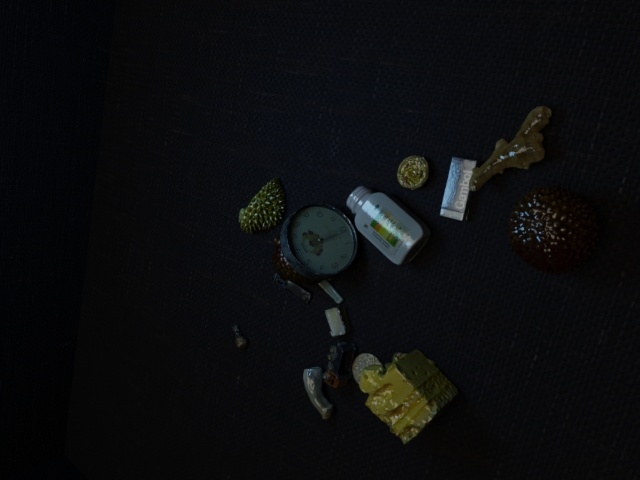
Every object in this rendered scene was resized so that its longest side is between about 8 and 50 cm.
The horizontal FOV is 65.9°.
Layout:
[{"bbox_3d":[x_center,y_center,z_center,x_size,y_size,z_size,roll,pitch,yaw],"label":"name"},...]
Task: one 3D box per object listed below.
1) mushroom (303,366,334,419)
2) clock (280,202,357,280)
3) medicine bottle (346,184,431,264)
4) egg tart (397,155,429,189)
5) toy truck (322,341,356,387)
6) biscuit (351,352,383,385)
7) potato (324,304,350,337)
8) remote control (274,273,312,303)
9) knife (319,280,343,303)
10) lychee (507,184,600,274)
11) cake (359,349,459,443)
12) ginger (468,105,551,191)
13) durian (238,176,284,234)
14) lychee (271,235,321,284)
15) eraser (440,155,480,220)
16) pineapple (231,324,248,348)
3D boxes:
[{"bbox_3d":[-0.010,0.648,2.096,0.081,0.091,0.224,113,140,-72],"label":"mushroom"},{"bbox_3d":[-0.001,0.001,1.919,0.313,0.312,0.061,68,154,12],"label":"clock"},{"bbox_3d":[0.242,-0.070,1.849,0.324,0.124,0.179,47,118,25],"label":"medicine bottle"},{"bbox_3d":[0.344,-0.249,1.809,0.128,0.049,0.129,-3,85,36],"label":"egg tart"},{"bbox_3d":[0.079,0.505,2.011,0.092,0.083,0.192,28,109,45],"label":"toy truck"},{"bbox_3d":[0.192,0.524,1.981,0.151,0.020,0.152,2,93,34],"label":"biscuit"},{"bbox_3d":[0.072,0.331,2.030,0.086,0.061,0.122,-21,82,34],"label":"potato"},{"bbox_3d":[-0.123,0.206,2.181,0.212,0.028,0.059,30,108,31],"label":"remote control"},{"bbox_3d":[0.035,0.202,2.071,0.162,0.023,0.044,47,115,24],"label":"knife"},{"bbox_3d":[0.682,-0.031,1.459,0.267,0.267,0.268,2,94,35],"label":"lychee"},{"bbox_3d":[0.302,0.535,1.777,0.286,0.227,0.223,46,118,24],"label":"cake"},{"bbox_3d":[0.615,-0.278,1.588,0.333,0.081,0.148,-39,74,25],"label":"ginger"},{"bbox_3d":[-0.273,-0.131,2.200,0.307,0.172,0.167,-60,37,31],"label":"durian"},{"bbox_3d":[-0.076,0.066,2.026,0.271,0.236,0.236,36,114,4],"label":"lychee"},{"bbox_3d":[0.484,-0.180,1.714,0.091,0.046,0.213,17,102,33],"label":"eraser"},{"bbox_3d":[-0.393,0.461,2.384,0.058,0.058,0.124,-49,52,27],"label":"pineapple"}]
